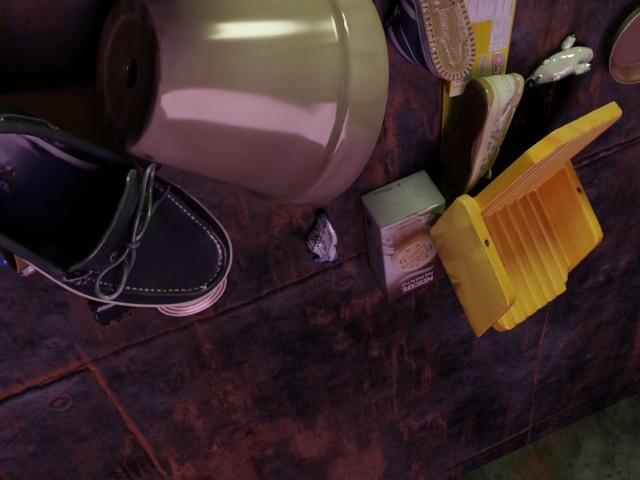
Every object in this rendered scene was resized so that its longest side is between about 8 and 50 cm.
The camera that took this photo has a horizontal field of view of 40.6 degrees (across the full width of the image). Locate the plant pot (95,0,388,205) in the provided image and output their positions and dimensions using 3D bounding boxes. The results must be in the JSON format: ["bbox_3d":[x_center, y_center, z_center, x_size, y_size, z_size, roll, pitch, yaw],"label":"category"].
[{"bbox_3d":[-0.119,-0.204,1.104,0.280,0.323,0.323,-2,136,-38],"label":"plant pot"}]

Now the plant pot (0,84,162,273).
[{"bbox_3d":[-0.347,-0.116,1.183,0.254,0.237,0.237,-27,145,-23],"label":"plant pot"}]

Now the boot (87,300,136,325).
[{"bbox_3d":[-0.368,0.101,1.551,0.099,0.045,0.121,-22,143,-4],"label":"boot"}]

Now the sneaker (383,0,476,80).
[{"bbox_3d":[0.151,-0.385,1.290,0.099,0.153,0.282,-16,111,-13],"label":"sneaker"}]

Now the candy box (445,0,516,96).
[{"bbox_3d":[0.267,-0.339,1.442,0.105,0.027,0.206,-15,136,-14],"label":"candy box"}]

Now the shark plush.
[{"bbox_3d":[0.431,-0.304,1.591,0.161,0.073,0.067,-40,172,6],"label":"shark plush"}]

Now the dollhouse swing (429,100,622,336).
[{"bbox_3d":[0.442,-0.039,1.616,0.346,0.315,0.305,-25,-179,-40],"label":"dollhouse swing"}]

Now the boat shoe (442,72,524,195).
[{"bbox_3d":[0.290,-0.183,1.550,0.089,0.105,0.285,-18,153,-17],"label":"boat shoe"}]

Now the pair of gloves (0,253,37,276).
[{"bbox_3d":[-0.463,-0.018,1.366,0.198,0.023,0.159,-34,141,6],"label":"pair of gloves"}]

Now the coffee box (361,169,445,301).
[{"bbox_3d":[0.170,-0.005,1.729,0.141,0.098,0.246,-23,143,-8],"label":"coffee box"}]

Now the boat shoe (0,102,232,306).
[{"bbox_3d":[-0.273,-0.024,1.040,0.500,0.156,0.187,33,82,-49],"label":"boat shoe"}]

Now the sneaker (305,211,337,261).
[{"bbox_3d":[0.000,0.000,1.666,0.058,0.052,0.135,-17,141,-9],"label":"sneaker"}]

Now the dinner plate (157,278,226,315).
[{"bbox_3d":[-0.247,0.091,1.638,0.141,0.017,0.141,-18,143,-14],"label":"dinner plate"}]

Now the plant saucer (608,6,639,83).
[{"bbox_3d":[0.621,-0.385,1.631,0.198,0.036,0.199,-18,142,-15],"label":"plant saucer"}]

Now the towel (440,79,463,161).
[{"bbox_3d":[0.269,-0.242,1.581,0.102,0.021,0.237,-22,142,-11],"label":"towel"}]
